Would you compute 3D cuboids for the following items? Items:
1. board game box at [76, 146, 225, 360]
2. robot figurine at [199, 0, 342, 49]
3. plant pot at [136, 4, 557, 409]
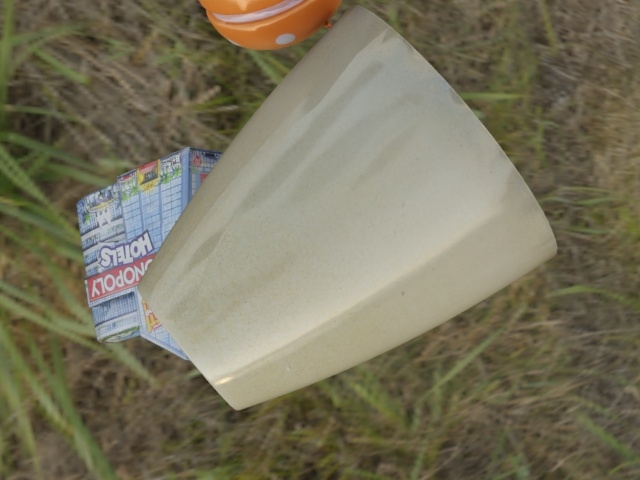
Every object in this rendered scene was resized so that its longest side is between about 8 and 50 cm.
[{"bbox_3d":[-0.161,0.032,1.542,0.194,0.060,0.194,-20,74,37],"label":"board game box"},{"bbox_3d":[-0.054,-0.246,1.288,0.158,0.128,0.219,-28,125,-1],"label":"robot figurine"},{"bbox_3d":[0.000,0.000,1.266,0.274,0.256,0.256,-40,76,-3],"label":"plant pot"}]
